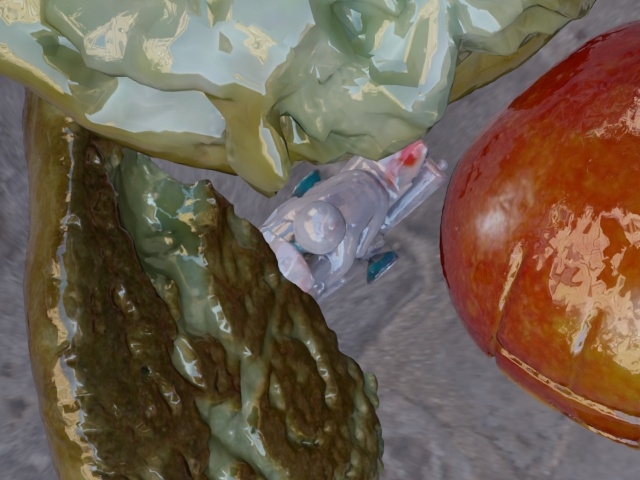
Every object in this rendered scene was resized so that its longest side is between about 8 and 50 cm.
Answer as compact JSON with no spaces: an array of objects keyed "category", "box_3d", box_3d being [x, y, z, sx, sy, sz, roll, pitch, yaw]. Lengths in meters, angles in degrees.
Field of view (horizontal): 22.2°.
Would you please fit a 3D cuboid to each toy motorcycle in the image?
[{"category":"toy motorcycle","box_3d":[0.000,0.000,1.375,0.260,0.171,0.110,-42,86,-7]}]

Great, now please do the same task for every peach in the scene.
[{"category":"peach","box_3d":[0.208,-0.011,0.917,0.275,0.248,0.245,19,98,11]}]

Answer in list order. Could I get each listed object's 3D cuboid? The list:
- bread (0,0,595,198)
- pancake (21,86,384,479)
[{"category":"bread","box_3d":[-0.013,-0.141,0.433,0.239,0.252,0.196,25,113,11]},{"category":"pancake","box_3d":[-0.034,0.092,0.642,0.054,0.197,0.376,-14,97,33]}]
